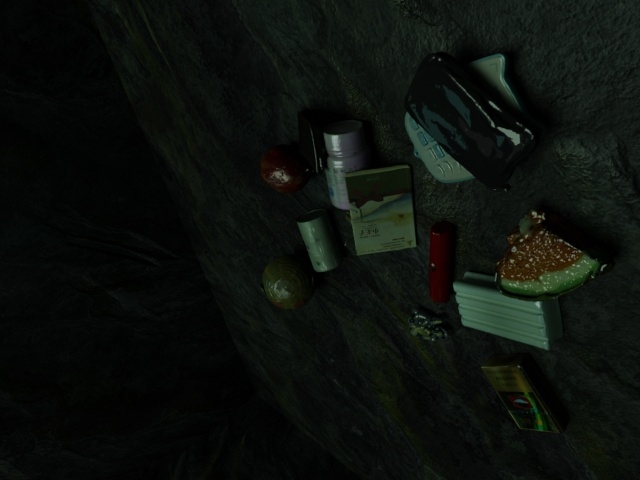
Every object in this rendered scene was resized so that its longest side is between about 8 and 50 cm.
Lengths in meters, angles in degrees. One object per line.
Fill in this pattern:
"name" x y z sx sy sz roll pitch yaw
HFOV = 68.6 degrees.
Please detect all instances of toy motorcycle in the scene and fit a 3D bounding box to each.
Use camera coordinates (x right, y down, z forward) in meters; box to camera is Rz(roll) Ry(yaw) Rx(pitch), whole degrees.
"toy motorcycle" 0.367 0.291 1.649 0.193 0.061 0.124 -15 103 60

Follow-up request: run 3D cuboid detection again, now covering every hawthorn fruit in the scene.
"hawthorn fruit" -0.114 -0.258 1.722 0.235 0.181 0.181 20 133 45

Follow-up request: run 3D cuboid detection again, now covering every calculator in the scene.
"calculator" 0.352 -0.278 1.151 0.256 0.055 0.386 60 151 -4

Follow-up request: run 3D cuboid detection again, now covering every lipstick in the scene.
"lipstick" 0.367 0.073 1.436 0.073 0.073 0.279 28 140 40

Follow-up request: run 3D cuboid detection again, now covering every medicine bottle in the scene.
"medicine bottle" 0.087 -0.236 1.473 0.152 0.152 0.254 24 137 44

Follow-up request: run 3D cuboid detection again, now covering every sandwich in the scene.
"sandwich" 0.539 0.041 1.131 0.212 0.109 0.292 56 146 20

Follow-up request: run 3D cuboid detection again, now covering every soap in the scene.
"soap" 0.516 0.187 1.309 0.266 0.088 0.159 9 126 52

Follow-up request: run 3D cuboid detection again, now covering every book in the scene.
"book" 0.190 -0.090 1.461 0.026 0.202 0.289 -87 -13 -58

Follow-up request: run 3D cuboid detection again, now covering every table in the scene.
"table" 0.000 0.000 1.843 0.126 0.126 0.219 9 124 52

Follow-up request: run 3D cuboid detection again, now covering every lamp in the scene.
"lamp" -0.138 0.177 2.121 0.250 0.250 0.284 63 -170 -10

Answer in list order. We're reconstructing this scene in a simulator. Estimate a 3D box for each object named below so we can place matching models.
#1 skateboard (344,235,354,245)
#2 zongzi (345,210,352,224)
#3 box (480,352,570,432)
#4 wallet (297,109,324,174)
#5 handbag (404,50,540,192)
"skateboard" 0.129 0.002 1.698 0.064 0.083 0.032 48 148 14
"zongzi" 0.169 -0.086 1.576 0.160 0.079 0.176 46 138 20
"box" 0.622 0.464 1.430 0.240 0.071 0.159 57 147 0
"wallet" -0.036 -0.328 1.529 0.309 0.042 0.165 -117 21 -66
"handbag" 0.334 -0.264 1.058 0.332 0.075 0.191 47 150 16
